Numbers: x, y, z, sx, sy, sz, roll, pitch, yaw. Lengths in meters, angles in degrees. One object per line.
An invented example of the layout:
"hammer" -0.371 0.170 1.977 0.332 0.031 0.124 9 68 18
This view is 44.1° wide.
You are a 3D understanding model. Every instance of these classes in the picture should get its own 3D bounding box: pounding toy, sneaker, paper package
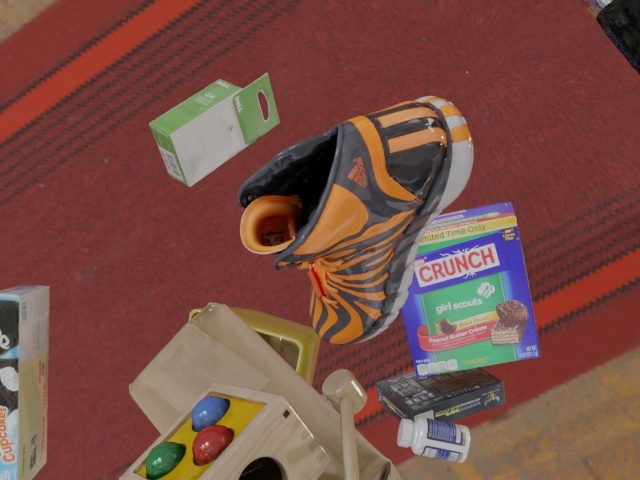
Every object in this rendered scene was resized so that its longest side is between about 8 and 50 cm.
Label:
"pounding toy" -0.048 0.173 0.695 0.181 0.206 0.094 -5 124 54
"sneaker" 0.000 0.000 0.735 0.124 0.180 0.321 56 145 32
"paper package" -0.039 0.284 0.983 0.168 0.309 0.325 -43 49 -13

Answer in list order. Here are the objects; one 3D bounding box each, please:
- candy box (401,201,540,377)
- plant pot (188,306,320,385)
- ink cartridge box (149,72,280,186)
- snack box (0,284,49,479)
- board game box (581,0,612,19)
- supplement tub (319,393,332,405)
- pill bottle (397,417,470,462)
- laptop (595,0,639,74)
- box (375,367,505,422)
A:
"candy box" 0.300 0.104 1.660 0.268 0.122 0.317 -12 105 9
"plant pot" -0.107 0.229 1.406 0.212 0.187 0.212 15 102 20
"ink cartridge box" -0.172 -0.195 1.320 0.062 0.209 0.109 30 148 37
"snack box" -0.502 0.240 1.311 0.060 0.187 0.321 1 91 -5
"board game box" 0.350 -0.401 1.090 0.060 0.194 0.194 -38 90 19
"supplement tub" -0.004 0.355 1.646 0.107 0.071 0.071 -1 103 40
"pill bottle" 0.202 0.356 1.420 0.120 0.067 0.067 12 104 -3
"laptop" 0.416 -0.192 0.639 0.234 0.137 0.264 54 139 9
"box" 0.266 0.341 1.773 0.233 0.183 0.059 -14 106 -18
